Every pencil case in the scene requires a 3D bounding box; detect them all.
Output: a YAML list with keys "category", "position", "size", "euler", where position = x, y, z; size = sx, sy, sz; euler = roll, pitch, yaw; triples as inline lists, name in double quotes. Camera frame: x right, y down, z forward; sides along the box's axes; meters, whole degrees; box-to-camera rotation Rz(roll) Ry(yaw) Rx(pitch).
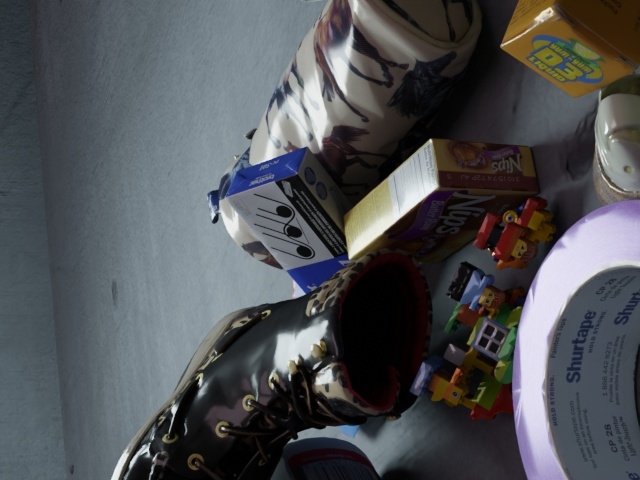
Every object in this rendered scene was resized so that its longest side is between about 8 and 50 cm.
- category: "pencil case"
  position: [0.018, -0.141, 1.194]
  size: [0.183, 0.160, 0.410]
  euler: [52, 137, 17]

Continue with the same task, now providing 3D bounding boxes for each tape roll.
- category: "tape roll"
  position: [0.249, 0.110, 0.782]
  size: [0.275, 0.090, 0.275]
  euler: [-179, 90, -65]

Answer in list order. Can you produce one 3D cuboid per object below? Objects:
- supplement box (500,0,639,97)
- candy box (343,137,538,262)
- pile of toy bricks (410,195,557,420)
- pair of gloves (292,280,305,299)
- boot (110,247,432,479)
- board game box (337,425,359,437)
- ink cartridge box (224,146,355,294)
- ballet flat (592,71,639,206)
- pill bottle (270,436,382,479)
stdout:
- category: "supplement box"
  position: [0.211, -0.221, 0.793]
  size: [0.080, 0.078, 0.233]
  euler: [-25, 36, 62]
- category: "candy box"
  position: [0.111, -0.034, 1.069]
  size: [0.186, 0.109, 0.053]
  euler: [141, 127, -57]
- category: "pile of toy bricks"
  position: [0.168, 0.075, 0.972]
  size: [0.105, 0.118, 0.212]
  euler: [29, 108, 21]
- category: "pair of gloves"
  position: [-0.006, 0.005, 1.421]
  size: [0.159, 0.023, 0.198]
  euler: [166, 105, -65]
- category: "boot"
  position: [-0.049, 0.178, 1.077]
  size: [0.284, 0.138, 0.377]
  euler: [-30, 23, 44]
- category: "board game box"
  position: [0.042, 0.145, 1.297]
  size: [0.169, 0.033, 0.133]
  euler: [109, 146, -43]
- category: "ink cartridge box"
  position: [0.000, 0.000, 1.179]
  size: [0.097, 0.207, 0.046]
  euler: [-16, 37, 34]
- category: "ballet flat"
  position: [0.257, -0.098, 0.760]
  size: [0.316, 0.106, 0.107]
  euler: [139, 126, -58]
- category: "pill bottle"
  position: [0.030, 0.364, 1.128]
  size: [0.318, 0.176, 0.176]
  euler: [-123, 42, -52]
